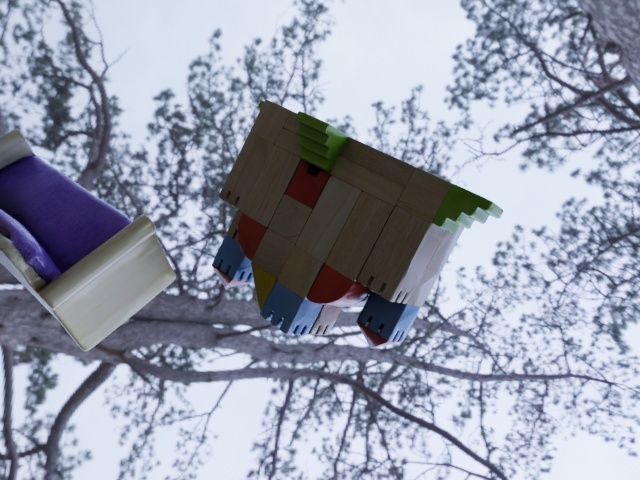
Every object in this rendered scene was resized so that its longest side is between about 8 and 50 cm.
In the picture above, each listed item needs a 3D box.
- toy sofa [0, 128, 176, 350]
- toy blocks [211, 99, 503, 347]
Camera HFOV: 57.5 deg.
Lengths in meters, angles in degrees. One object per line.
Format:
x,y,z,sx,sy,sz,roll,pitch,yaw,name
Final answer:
-0.371,-0.036,0.765,0.363,0.177,0.150,29,-123,33,toy sofa
0.000,0.000,0.737,0.381,0.191,0.260,30,-83,31,toy blocks
